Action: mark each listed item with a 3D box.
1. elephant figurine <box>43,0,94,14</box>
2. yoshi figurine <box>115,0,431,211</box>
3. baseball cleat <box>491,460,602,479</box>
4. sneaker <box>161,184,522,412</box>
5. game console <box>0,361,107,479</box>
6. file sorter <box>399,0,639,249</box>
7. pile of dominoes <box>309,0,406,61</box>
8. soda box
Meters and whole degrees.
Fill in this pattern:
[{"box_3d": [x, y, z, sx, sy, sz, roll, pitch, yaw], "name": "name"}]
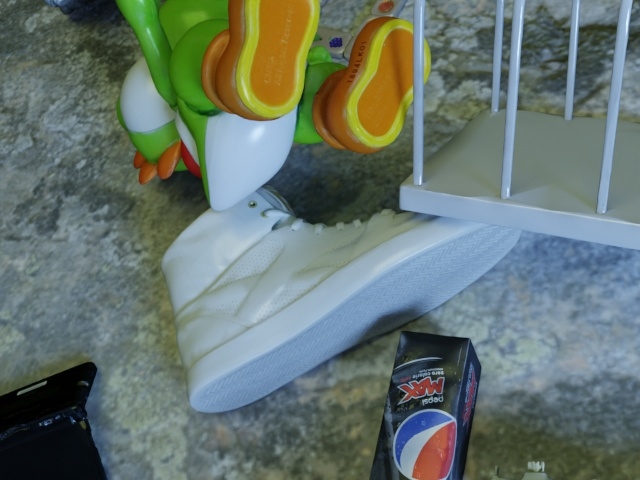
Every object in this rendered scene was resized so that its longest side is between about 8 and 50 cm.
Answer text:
[{"box_3d": [-0.285, -0.345, 0.978, 0.169, 0.186, 0.240, -25, 76, 48], "name": "elephant figurine"}, {"box_3d": [-0.074, -0.160, 0.707, 0.203, 0.204, 0.362, -32, 19, -26], "name": "yoshi figurine"}, {"box_3d": [0.192, 0.201, 0.499, 0.205, 0.072, 0.110, 2, 68, 27], "name": "baseball cleat"}, {"box_3d": [0.000, 0.000, 0.674, 0.292, 0.108, 0.169, -27, 57, 6], "name": "sneaker"}, {"box_3d": [-0.244, 0.178, 0.722, 0.122, 0.071, 0.107, -22, 25, 8], "name": "game console"}, {"box_3d": [0.218, -0.113, 0.570, 0.277, 0.173, 0.193, 11, 30, 27], "name": "file sorter"}, {"box_3d": [0.021, -0.314, 0.897, 0.196, 0.040, 0.251, 19, 69, 30], "name": "pile of dominoes"}, {"box_3d": [0.071, 0.152, 0.582, 0.053, 0.060, 0.169, 3, 62, 22], "name": "soda box"}]
